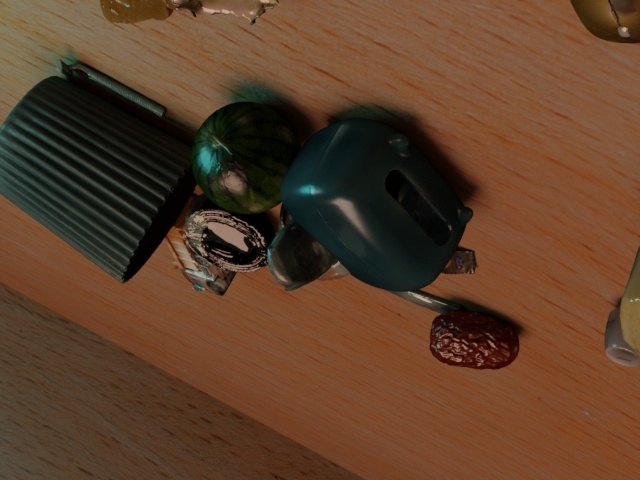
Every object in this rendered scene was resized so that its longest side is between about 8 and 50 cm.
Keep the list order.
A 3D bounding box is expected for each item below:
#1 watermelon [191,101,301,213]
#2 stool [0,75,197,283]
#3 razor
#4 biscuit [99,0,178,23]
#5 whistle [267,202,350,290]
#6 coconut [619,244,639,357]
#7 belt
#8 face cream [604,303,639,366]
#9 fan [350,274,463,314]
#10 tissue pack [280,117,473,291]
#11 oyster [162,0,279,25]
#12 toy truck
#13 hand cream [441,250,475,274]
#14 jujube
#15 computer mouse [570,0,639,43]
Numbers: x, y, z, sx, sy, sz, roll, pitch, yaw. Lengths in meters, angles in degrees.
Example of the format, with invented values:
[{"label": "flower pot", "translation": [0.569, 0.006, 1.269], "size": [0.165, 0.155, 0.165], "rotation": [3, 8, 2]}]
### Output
[{"label": "watermelon", "translation": [-0.130, -0.141, 1.613], "size": [0.188, 0.187, 0.215], "rotation": [10, 173, 34]}, {"label": "stool", "translation": [-0.436, -0.125, 1.861], "size": [0.330, 0.297, 0.297], "rotation": [32, 155, -1]}, {"label": "razor", "translation": [-0.384, -0.285, 1.800], "size": [0.211, 0.035, 0.084], "rotation": [23, 179, -2]}, {"label": "biscuit", "translation": [-0.283, -0.394, 1.474], "size": [0.162, 0.035, 0.250], "rotation": [41, 150, -15]}, {"label": "whistle", "translation": [0.000, 0.000, 1.675], "size": [0.189, 0.348, 0.189], "rotation": [4, 106, 14]}, {"label": "coconut", "translation": [0.547, 0.093, 1.234], "size": [0.353, 0.352, 0.352], "rotation": [23, 155, 11]}, {"label": "belt", "translation": [-0.190, -0.017, 1.993], "size": [0.198, 0.078, 0.151], "rotation": [35, 126, -19]}, {"label": "face cream", "translation": [0.527, 0.158, 1.634], "size": [0.091, 0.095, 0.091], "rotation": [23, 154, 12]}, {"label": "fan", "translation": [0.161, 0.098, 1.984], "size": [0.282, 0.023, 0.057], "rotation": [22, 156, 9]}, {"label": "tissue pack", "translation": [0.098, -0.054, 1.543], "size": [0.287, 0.198, 0.206], "rotation": [45, 152, -28]}, {"label": "oyster", "translation": [-0.159, -0.372, 1.351], "size": [0.209, 0.071, 0.132], "rotation": [-1, 143, 2]}, {"label": "toy truck", "translation": [-0.272, 0.012, 2.148], "size": [0.135, 0.114, 0.270], "rotation": [17, 151, 22]}, {"label": "hand cream", "translation": [0.205, 0.028, 1.785], "size": [0.163, 0.039, 0.062], "rotation": [13, 136, 24]}, {"label": "jujube", "translation": [0.305, 0.199, 1.916], "size": [0.176, 0.109, 0.112], "rotation": [7, 148, 6]}, {"label": "computer mouse", "translation": [0.323, -0.283, 1.061], "size": [0.102, 0.044, 0.199], "rotation": [11, 150, 38]}]
